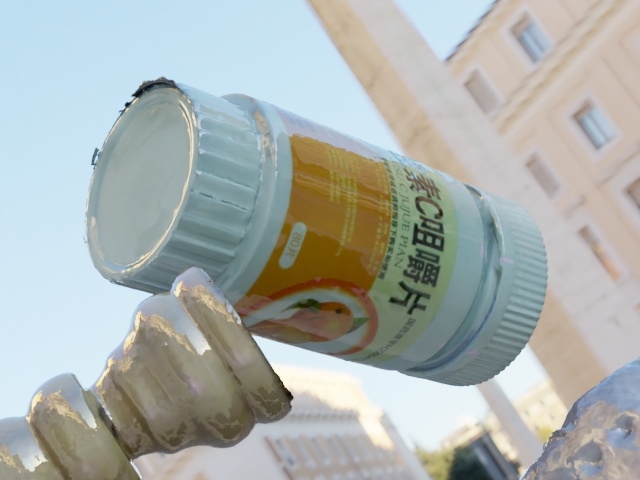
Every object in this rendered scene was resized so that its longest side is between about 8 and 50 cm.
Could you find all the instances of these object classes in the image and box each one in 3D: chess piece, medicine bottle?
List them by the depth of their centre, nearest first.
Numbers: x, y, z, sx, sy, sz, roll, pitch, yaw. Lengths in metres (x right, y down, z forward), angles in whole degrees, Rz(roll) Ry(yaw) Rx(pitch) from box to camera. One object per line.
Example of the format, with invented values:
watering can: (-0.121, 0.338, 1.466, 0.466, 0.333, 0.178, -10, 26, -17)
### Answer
chess piece: (-0.108, 0.094, 0.728, 0.170, 0.094, 0.094, -33, -14, -12)
medicine bottle: (0.000, 0.000, 1.019, 0.318, 0.158, 0.158, 18, -46, -35)

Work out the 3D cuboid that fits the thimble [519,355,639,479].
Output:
thimble: (0.220, 0.172, 0.755, 0.245, 0.157, 0.217, -29, -51, -26)
